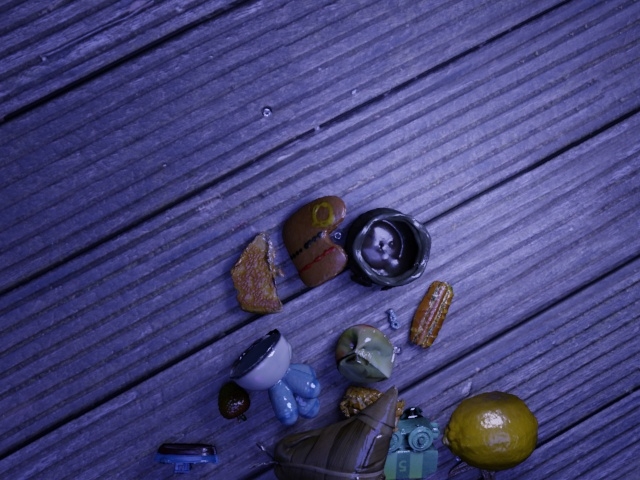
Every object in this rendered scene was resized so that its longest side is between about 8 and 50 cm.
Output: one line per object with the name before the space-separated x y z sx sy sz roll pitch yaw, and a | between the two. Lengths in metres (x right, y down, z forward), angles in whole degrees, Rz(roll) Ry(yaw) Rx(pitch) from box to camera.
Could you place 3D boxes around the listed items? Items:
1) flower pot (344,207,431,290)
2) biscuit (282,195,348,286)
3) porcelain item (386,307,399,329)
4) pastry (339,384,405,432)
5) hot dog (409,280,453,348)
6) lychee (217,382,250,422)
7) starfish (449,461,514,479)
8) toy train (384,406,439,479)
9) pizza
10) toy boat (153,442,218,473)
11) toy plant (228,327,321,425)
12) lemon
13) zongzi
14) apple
flower pot | 0.224 0.039 1.597 0.301 0.213 0.302 0 93 -7
biscuit | -0.001 0.000 1.577 0.262 0.052 0.277 -29 76 22
porcelain item | 0.273 0.296 1.712 0.036 0.028 0.083 -24 97 -7
pastry | 0.171 0.598 1.623 0.154 0.250 0.102 -43 123 -41
hot dog | 0.412 0.275 1.708 0.115 0.072 0.269 20 92 1
lychee | -0.307 0.579 1.628 0.114 0.114 0.146 -25 79 -4
starfish | 0.651 0.876 1.785 0.295 0.048 0.231 -35 97 -2
toy train | 0.292 0.752 1.683 0.299 0.167 0.238 0 100 -5
pizza | -0.222 0.118 1.626 0.189 0.071 0.297 -8 91 7
toy boat | -0.475 0.778 1.626 0.223 0.100 0.097 4 84 -5
toy plant | -0.124 0.500 1.590 0.247 0.247 0.332 -42 99 -2
lemon | 0.622 0.695 1.662 0.316 0.285 0.285 -43 97 -2
zongzi | 0.028 0.658 1.583 0.218 0.500 0.467 26 78 -47
apple | 0.157 0.408 1.639 0.188 0.174 0.207 35 87 -27
